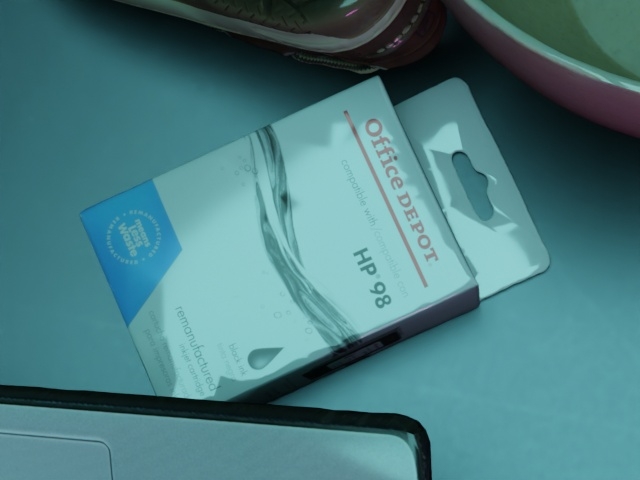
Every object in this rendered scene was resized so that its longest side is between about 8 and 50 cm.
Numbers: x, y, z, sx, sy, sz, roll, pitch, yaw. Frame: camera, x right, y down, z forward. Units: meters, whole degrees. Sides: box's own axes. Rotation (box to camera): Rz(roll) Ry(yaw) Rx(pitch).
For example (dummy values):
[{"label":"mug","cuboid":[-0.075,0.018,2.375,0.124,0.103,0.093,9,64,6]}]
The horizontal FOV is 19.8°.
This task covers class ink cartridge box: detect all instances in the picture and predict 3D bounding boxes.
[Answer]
[{"label":"ink cartridge box","cuboid":[0.000,0.000,0.797,0.180,0.060,0.104,-25,78,1]}]

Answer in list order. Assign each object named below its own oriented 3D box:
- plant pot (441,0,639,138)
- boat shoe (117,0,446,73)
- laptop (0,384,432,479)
[{"label":"plant pot","cuboid":[0.163,-0.151,0.734,0.284,0.191,0.284,-2,72,7]},{"label":"boat shoe","cuboid":[-0.054,-0.134,0.813,0.257,0.095,0.095,32,93,33]},{"label":"laptop","cuboid":[-0.169,0.272,0.605,0.382,0.236,0.408,2,103,23]}]
